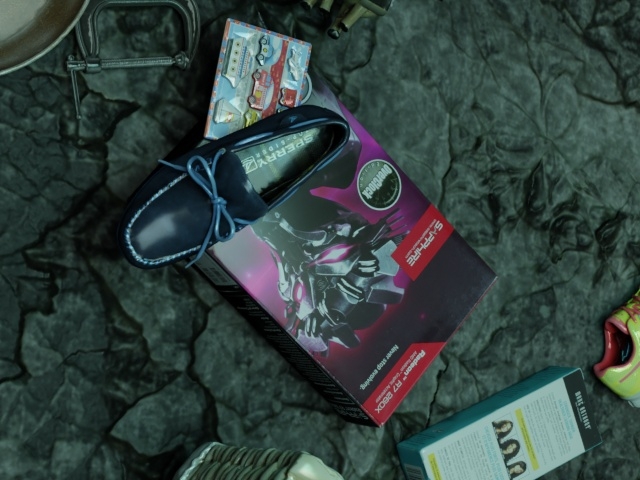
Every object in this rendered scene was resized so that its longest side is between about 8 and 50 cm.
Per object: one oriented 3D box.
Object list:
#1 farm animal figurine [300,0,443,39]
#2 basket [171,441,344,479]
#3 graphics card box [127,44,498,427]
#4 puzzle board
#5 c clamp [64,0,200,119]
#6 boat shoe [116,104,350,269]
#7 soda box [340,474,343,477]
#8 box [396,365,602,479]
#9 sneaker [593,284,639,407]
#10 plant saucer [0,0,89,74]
[{"bbox_3d":[0.017,-0.376,1.280,0.326,0.330,0.172,35,71,-21],"label":"farm animal figurine"},{"bbox_3d":[-0.042,0.400,1.180,0.331,0.266,0.328,43,63,-12],"label":"basket"},{"bbox_3d":[0.000,0.000,1.394,0.371,0.094,0.233,47,71,-16],"label":"graphics card box"},{"bbox_3d":[-0.063,-0.155,1.311,0.096,0.011,0.128,14,80,-23],"label":"puzzle board"},{"bbox_3d":[-0.197,-0.206,1.341,0.160,0.022,0.137,-13,90,-25],"label":"c clamp"},{"bbox_3d":[-0.087,-0.063,1.247,0.258,0.089,0.109,-40,108,-13],"label":"boat shoe"},{"bbox_3d":[0.019,0.349,1.412,0.058,0.063,0.183,-26,100,-25],"label":"soda box"},{"bbox_3d":[0.215,0.241,1.515,0.244,0.060,0.101,-22,99,-26],"label":"box"},{"bbox_3d":[0.407,0.100,1.606,0.094,0.081,0.209,25,78,-22],"label":"sneaker"},{"bbox_3d":[-0.367,-0.307,1.239,0.310,0.050,0.311,1,88,-26],"label":"plant saucer"}]
